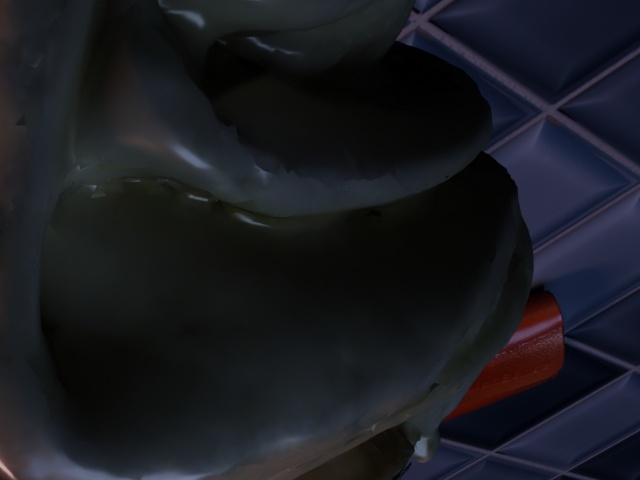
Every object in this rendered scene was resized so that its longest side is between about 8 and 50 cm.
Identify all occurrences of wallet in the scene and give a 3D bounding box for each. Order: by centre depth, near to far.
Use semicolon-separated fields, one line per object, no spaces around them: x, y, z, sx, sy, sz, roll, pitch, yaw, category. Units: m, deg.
0.096;0.113;1.276;0.204;0.045;0.142;-20;152;-4;wallet

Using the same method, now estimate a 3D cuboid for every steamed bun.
-0.064;-0.070;0.555;0.394;0.346;0.237;35;104;-30;steamed bun
